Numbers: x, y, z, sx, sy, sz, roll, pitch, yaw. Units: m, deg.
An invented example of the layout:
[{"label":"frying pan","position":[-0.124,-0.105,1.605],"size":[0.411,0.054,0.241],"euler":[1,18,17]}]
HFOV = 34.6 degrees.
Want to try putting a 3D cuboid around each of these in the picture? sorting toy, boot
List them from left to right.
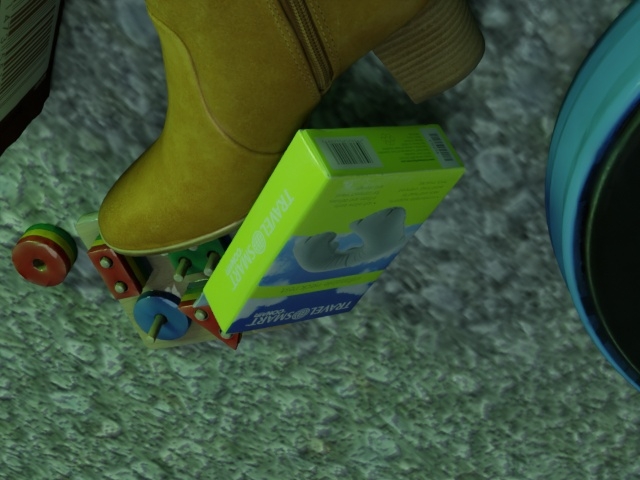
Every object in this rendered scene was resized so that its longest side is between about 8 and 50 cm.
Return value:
[{"label":"sorting toy","position":[-0.098,0.032,0.778],"size":[0.274,0.046,0.132],"euler":[-11,123,21]},{"label":"boot","position":[-0.067,-0.116,0.584],"size":[0.295,0.104,0.211],"euler":[-28,139,18]}]

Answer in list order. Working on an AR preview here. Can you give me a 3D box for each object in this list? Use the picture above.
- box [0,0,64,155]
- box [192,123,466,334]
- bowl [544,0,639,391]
[{"label":"box","position":[-0.347,-0.201,0.607],"size":[0.381,0.143,0.191],"euler":[23,129,-1]},{"label":"box","position":[0.000,0.000,0.652],"size":[0.109,0.042,0.178],"euler":[-7,147,-36]},{"label":"bowl","position":[0.333,-0.014,0.611],"size":[0.391,0.077,0.391],"euler":[7,128,9]}]
